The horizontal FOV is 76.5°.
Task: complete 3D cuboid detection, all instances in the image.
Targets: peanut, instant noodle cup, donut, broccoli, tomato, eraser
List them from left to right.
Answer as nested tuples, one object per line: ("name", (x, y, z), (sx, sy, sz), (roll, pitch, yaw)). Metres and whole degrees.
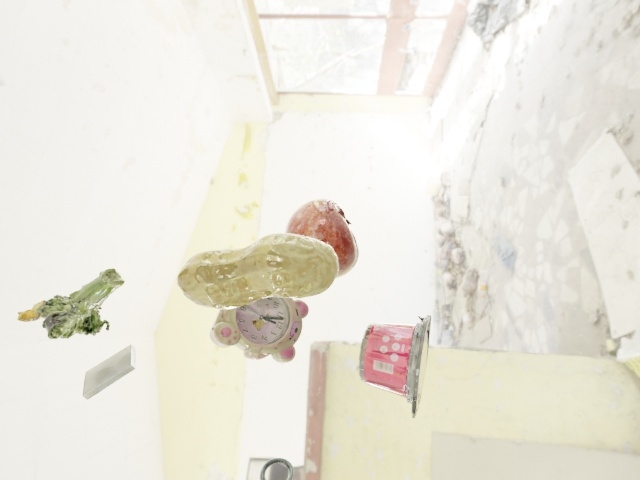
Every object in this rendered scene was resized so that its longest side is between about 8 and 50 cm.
("donut", (-0.880, 0.219, 1.236), (0.038, 0.083, 0.067), (-115, 32, -47))
("broccoli", (-0.648, 0.164, 1.136), (0.164, 0.304, 0.146), (15, -132, -52))
("eraser", (-0.602, 0.372, 1.161), (0.104, 0.150, 0.023), (44, 163, 57))
("peanut", (-0.106, 0.053, 0.677), (0.125, 0.274, 0.111), (75, -176, -62))
("tomato", (0.000, 0.000, 1.318), (0.270, 0.227, 0.270), (-21, -90, -81))
("instant noodle cup", (0.217, 0.346, 1.207), (0.302, 0.181, 0.259), (-62, -29, -45))

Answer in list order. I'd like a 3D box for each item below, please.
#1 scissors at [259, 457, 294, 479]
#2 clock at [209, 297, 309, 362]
("scissors", (-0.216, 0.670, 0.995), (0.256, 0.383, 0.029), (56, 131, 53))
("clock", (-0.205, 0.274, 1.429), (0.114, 0.309, 0.284), (-37, 31, 57))
